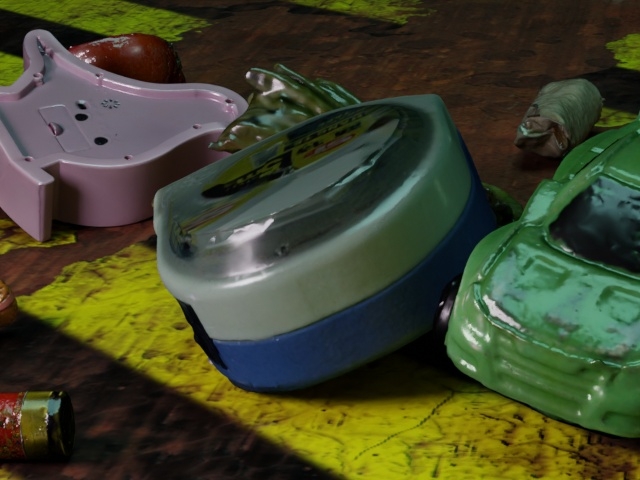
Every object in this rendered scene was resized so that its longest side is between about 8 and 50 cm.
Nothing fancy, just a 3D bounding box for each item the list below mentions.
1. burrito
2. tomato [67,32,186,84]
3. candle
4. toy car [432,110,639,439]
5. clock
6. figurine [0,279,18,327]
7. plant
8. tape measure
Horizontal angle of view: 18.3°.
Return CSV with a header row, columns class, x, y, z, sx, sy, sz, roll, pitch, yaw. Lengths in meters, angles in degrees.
class,x,y,z,sx,sy,sz,roll,pitch,yaw
burrito,0.263,-0.133,2.212,0.087,0.060,0.226,-3,15,18
tomato,-0.241,-0.164,2.363,0.173,0.099,0.189,-18,-23,-1
candle,-0.243,0.133,1.419,0.131,0.052,0.052,-2,16,6
toy car,0.241,0.004,1.440,0.213,0.176,0.359,23,33,26
clock,-0.234,-0.125,2.092,0.275,0.080,0.290,-13,39,-26
figurine,-0.305,0.069,1.661,0.109,0.047,0.064,-23,31,-29
plant,0.051,-0.032,1.839,0.333,0.180,0.251,28,20,22
tape measure,-0.001,-0.002,1.543,0.259,0.138,0.262,-26,18,8
